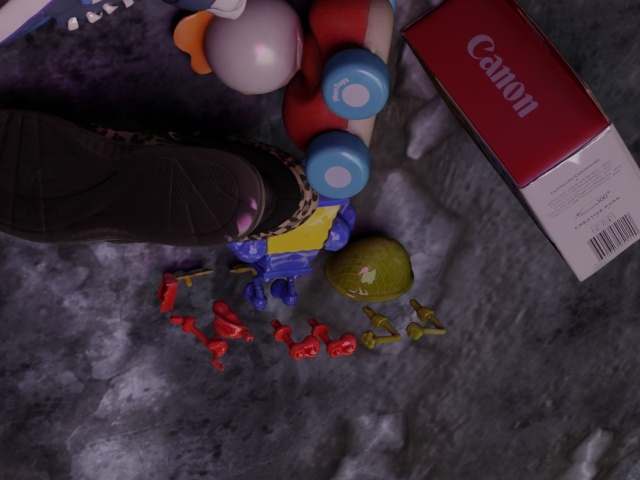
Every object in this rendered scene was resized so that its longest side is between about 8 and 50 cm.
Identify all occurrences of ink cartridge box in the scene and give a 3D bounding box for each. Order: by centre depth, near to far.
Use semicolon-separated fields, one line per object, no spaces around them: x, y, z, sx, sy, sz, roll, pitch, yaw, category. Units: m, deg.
0.230;-0.152;2.251;0.130;0.309;0.272;-36;137;3;ink cartridge box

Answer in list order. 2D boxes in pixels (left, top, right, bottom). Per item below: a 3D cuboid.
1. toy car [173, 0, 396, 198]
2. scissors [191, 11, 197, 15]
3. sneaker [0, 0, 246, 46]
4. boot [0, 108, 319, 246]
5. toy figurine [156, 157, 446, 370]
-0.046;-0.194;2.168;0.238;0.219;0.210;11;129;-3;toy car
-0.098;-0.367;2.069;0.109;0.021;0.297;14;122;-41;scissors
-0.184;-0.264;2.012;0.323;0.130;0.236;-44;128;5;sneaker
-0.200;-0.066;2.159;0.284;0.377;0.138;-6;101;-71;boot
0.000;0.000;2.356;0.362;0.191;0.217;-5;127;-29;toy figurine
